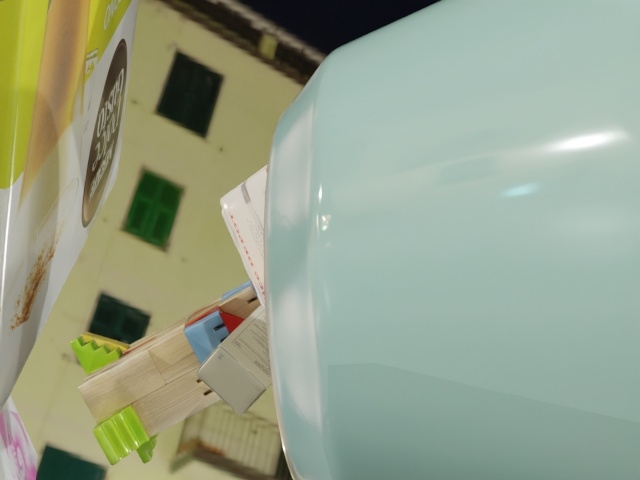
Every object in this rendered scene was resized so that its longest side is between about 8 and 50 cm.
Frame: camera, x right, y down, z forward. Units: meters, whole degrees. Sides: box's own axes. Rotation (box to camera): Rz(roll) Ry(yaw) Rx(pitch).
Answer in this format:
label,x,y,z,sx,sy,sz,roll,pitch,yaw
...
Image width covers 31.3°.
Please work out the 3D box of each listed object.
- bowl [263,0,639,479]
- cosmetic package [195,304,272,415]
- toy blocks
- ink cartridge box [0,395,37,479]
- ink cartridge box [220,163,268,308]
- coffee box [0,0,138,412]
label,x,y,z,sx,sy,sz,roll,pitch,yaw
bowl,0.070,0.023,0.508,0.163,0.311,0.311,-4,-38,7
cosmetic package,-0.064,0.109,1.055,0.060,0.115,0.041,43,-68,3
toy blocks,-0.165,0.153,1.514,0.261,0.381,0.190,-28,-87,-3
ink cartridge box,-0.503,0.248,1.696,0.072,0.330,0.324,-16,-61,-2
ink cartridge box,0.000,0.000,1.343,0.117,0.207,0.283,-24,0,-20
coffee box,-0.301,-0.132,0.683,0.338,0.337,0.334,11,-61,-3
